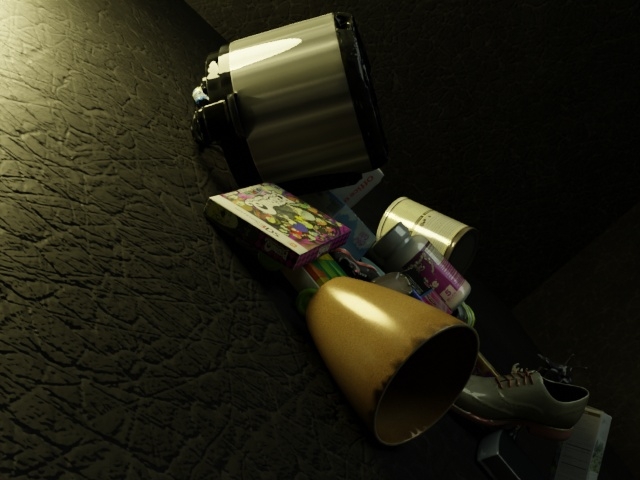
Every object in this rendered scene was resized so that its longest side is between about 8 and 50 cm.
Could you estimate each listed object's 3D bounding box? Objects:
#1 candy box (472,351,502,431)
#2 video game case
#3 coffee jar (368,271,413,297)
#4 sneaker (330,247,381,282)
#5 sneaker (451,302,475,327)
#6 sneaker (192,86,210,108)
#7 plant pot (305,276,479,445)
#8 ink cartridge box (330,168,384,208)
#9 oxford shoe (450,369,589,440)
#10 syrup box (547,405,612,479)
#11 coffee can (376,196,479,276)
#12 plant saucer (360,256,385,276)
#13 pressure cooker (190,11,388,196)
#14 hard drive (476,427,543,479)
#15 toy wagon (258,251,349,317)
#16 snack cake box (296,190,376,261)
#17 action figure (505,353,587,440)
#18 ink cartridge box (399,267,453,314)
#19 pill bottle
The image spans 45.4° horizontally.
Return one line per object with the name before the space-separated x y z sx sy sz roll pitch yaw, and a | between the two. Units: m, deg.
candy box | 0.418 0.382 1.945 0.186 0.109 0.053 49 12 10
video game case | -0.077 -0.035 1.470 0.210 0.041 0.232 32 24 17
coffee jar | 0.152 0.153 1.647 0.184 0.096 0.079 78 -11 -52
sneaker | 0.088 0.083 1.917 0.158 0.061 0.065 32 26 -18
sneaker | 0.395 0.177 2.548 0.300 0.111 0.121 51 16 27
sneaker | -0.285 -0.349 2.043 0.135 0.052 0.058 31 29 -32
plant pot | 0.095 0.177 1.305 0.254 0.237 0.237 36 3 39
ink cartridge box | -0.011 -0.210 2.094 0.306 0.226 0.131 37 17 -44
oxford shoe | 0.440 0.350 1.795 0.397 0.146 0.140 15 28 -18
syrup box | 0.652 0.538 1.930 0.096 0.236 0.093 9 -13 36
coffee can | 0.353 -0.002 2.530 0.275 0.201 0.201 28 1 31
plant saucer | 0.164 0.128 2.058 0.195 0.037 0.195 45 13 -13
pressure cooker | -0.081 -0.291 1.732 0.370 0.421 0.375 68 11 -51
hard drive | 0.429 0.507 1.709 0.172 0.054 0.255 49 12 12
toy wagon | -0.035 0.047 1.558 0.344 0.068 0.267 50 12 15
snack cake box | 0.031 -0.057 1.948 0.152 0.089 0.264 41 0 27
action figure | 0.567 0.395 2.015 0.164 0.276 0.141 45 8 -7
ink cartridge box | 0.260 0.164 2.049 0.175 0.069 0.371 49 14 9
pill bottle | 0.301 0.091 2.338 0.301 0.169 0.169 46 12 -1
